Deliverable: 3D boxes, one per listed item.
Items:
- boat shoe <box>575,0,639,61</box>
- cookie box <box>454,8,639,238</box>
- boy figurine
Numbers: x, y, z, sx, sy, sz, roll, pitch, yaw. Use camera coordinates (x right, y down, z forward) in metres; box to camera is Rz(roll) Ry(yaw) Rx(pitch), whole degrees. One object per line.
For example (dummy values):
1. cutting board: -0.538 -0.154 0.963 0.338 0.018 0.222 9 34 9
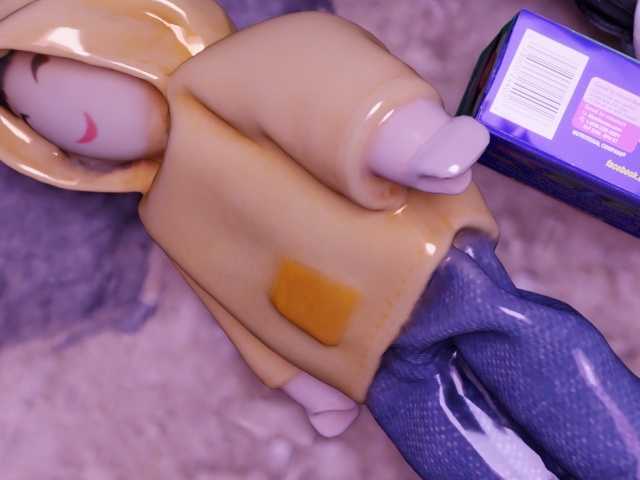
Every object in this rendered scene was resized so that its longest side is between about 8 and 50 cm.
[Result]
1. boat shoe: 0.129 -0.107 0.471 0.335 0.121 0.119 -4 91 7
2. cookie box: 0.091 -0.033 0.489 0.092 0.107 0.040 25 89 -1
3. boy figurine: 0.000 0.000 0.464 0.285 0.177 0.092 42 60 6
